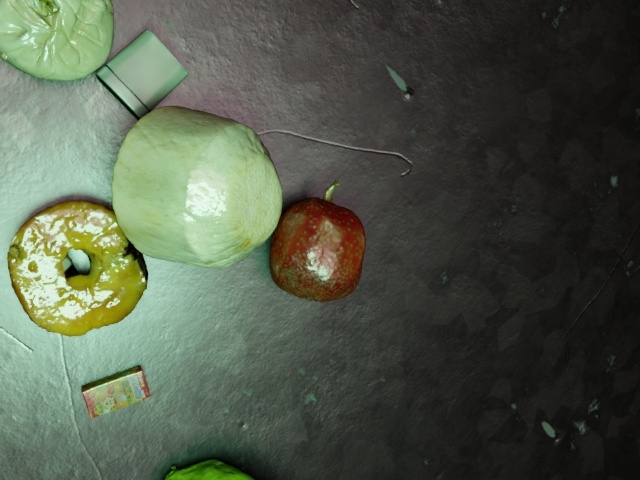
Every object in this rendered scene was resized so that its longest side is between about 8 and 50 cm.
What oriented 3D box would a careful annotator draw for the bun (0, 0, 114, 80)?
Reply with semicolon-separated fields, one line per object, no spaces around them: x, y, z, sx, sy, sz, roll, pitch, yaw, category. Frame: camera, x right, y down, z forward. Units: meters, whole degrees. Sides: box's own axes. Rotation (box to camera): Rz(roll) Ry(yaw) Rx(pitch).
-0.469;-0.391;1.096;0.230;0.145;0.229;-1;94;-21;bun

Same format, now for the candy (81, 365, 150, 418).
-0.408;0.302;1.264;0.122;0.038;0.062;-18;103;-18;candy

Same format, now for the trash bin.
-0.337;-0.313;1.201;0.130;0.059;0.116;-46;112;-11;trash bin

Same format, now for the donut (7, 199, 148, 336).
-0.448;0.049;1.175;0.254;0.118;0.253;-2;95;-21;donut

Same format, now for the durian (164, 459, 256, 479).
-0.168;0.570;1.286;0.256;0.340;0.204;35;62;-45;durian

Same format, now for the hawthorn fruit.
0.000;0.000;1.305;0.205;0.205;0.253;14;85;-22;hawthorn fruit

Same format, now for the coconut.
-0.240;-0.099;1.157;0.329;0.329;0.328;-3;98;-21;coconut
